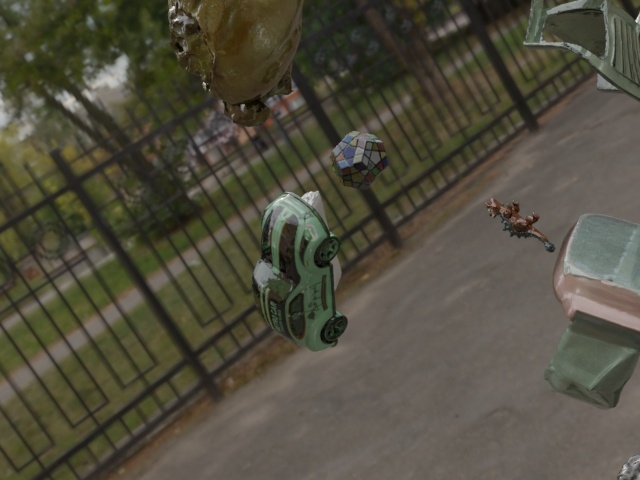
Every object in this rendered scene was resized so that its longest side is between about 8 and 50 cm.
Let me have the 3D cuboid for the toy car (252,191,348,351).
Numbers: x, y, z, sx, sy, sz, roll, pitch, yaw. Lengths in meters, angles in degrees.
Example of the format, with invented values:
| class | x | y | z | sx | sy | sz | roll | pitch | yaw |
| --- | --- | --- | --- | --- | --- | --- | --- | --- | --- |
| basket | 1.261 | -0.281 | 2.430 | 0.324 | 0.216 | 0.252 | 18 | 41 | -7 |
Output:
| class | x | y | z | sx | sy | sz | roll | pitch | yaw |
| --- | --- | --- | --- | --- | --- | --- | --- | --- | --- |
| toy car | -0.046 | 0.067 | 1.575 | 0.125 | 0.306 | 0.136 | -32 | 47 | -25 |

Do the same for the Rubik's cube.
| class | x | y | z | sx | sy | sz | roll | pitch | yaw |
| --- | --- | --- | --- | --- | --- | --- | --- | --- | --- |
| Rubik's cube | 0.070 | -0.145 | 1.720 | 0.111 | 0.111 | 0.093 | -39 | 20 | -35 |

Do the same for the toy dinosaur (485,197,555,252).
| class | x | y | z | sx | sy | sz | roll | pitch | yaw |
| --- | --- | --- | --- | --- | --- | --- | --- | --- | --- |
| toy dinosaur | 0.358 | -0.029 | 1.696 | 0.049 | 0.154 | 0.055 | -15 | -41 | -53 |

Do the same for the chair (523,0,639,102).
| class | x | y | z | sx | sy | sz | roll | pitch | yaw |
| --- | --- | --- | --- | --- | --- | --- | --- | --- | --- |
| chair | 0.442 | -0.343 | 1.485 | 0.190 | 0.203 | 0.275 | 2 | 78 | 54 |

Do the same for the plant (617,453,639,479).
| class | x | y | z | sx | sy | sz | roll | pitch | yaw |
| --- | --- | --- | --- | --- | --- | --- | --- | --- | --- |
| plant | 0.648 | 0.496 | 1.647 | 0.188 | 0.276 | 0.199 | -35 | 11 | 11 |

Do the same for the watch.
| class | x | y | z | sx | sy | sz | roll | pitch | yaw |
| --- | --- | --- | --- | --- | --- | --- | --- | --- | --- |
| watch | 0.360 | 0.105 | 1.207 | 0.253 | 0.161 | 0.241 | -46 | -27 | -52 |

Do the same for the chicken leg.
| class | x | y | z | sx | sy | sz | roll | pitch | yaw |
| --- | --- | --- | --- | --- | --- | --- | --- | --- | --- |
| chicken leg | -0.065 | -0.354 | 1.147 | 0.152 | 0.201 | 0.429 | -38 | 29 | 59 |

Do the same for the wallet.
| class | x | y | z | sx | sy | sz | roll | pitch | yaw |
| --- | --- | --- | --- | --- | --- | --- | --- | --- | --- |
| wallet | 0.000 | 0.000 | 1.768 | 0.033 | 0.190 | 0.095 | -11 | 21 | 13 |
